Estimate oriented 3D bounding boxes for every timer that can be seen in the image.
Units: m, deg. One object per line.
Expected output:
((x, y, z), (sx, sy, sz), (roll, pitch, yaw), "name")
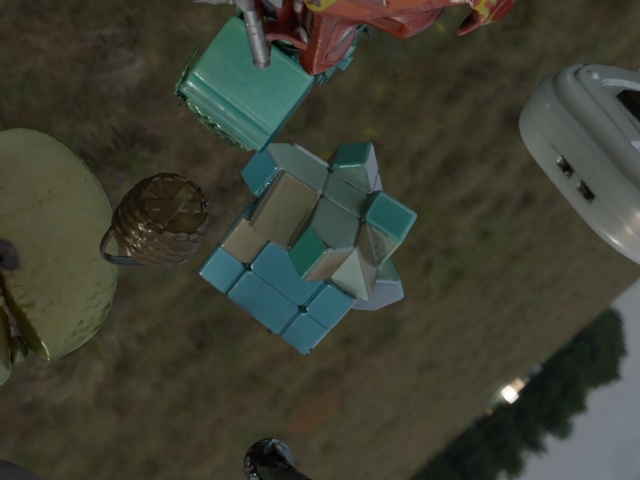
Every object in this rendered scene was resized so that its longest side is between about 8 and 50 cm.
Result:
((0.314, -0.064, 1.171), (0.262, 0.237, 0.087), (2, 132, -36), "timer")

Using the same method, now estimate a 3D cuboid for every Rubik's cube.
((0.000, 0.000, 1.665), (0.213, 0.265, 0.224), (-49, -174, 34), "Rubik's cube")

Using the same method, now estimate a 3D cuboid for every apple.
((-0.394, 0.022, 1.497), (0.233, 0.257, 0.295), (0, -157, 46), "apple")

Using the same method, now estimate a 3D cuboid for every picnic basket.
((-0.123, -0.005, 0.965), (0.072, 0.072, 0.083), (-32, 168, -42), "picnic basket")

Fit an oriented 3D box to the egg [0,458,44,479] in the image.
((-0.412, 0.382, 1.720), (0.176, 0.232, 0.176), (-38, 174, -4), "egg")

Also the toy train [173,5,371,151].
((-0.044, -0.158, 1.164), (0.163, 0.112, 0.203), (-53, -179, 1), "toy train")

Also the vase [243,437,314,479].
((-0.029, 0.252, 1.351), (0.059, 0.059, 0.167), (-39, -161, -10), "vase")

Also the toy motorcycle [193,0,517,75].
((0.018, -0.170, 0.778), (0.298, 0.171, 0.089), (-8, -117, 57), "toy motorcycle")
